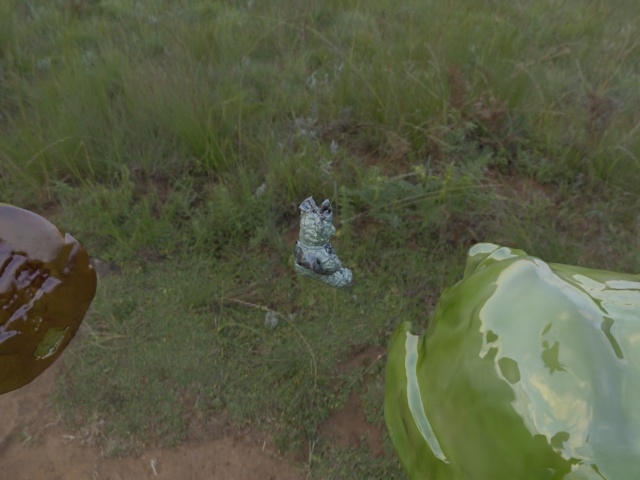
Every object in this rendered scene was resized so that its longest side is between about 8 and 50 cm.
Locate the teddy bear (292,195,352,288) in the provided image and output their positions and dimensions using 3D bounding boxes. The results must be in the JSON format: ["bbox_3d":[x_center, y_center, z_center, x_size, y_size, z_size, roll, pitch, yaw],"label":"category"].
[{"bbox_3d":[-0.015,0.015,1.004,0.111,0.213,0.133,-32,45,-15],"label":"teddy bear"}]

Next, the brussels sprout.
[{"bbox_3d":[0.246,0.210,0.480,0.342,0.425,0.361,27,42,-8],"label":"brussels sprout"}]

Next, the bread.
[{"bbox_3d":[-0.457,0.075,0.655,0.269,0.270,0.148,-31,34,-32],"label":"bread"}]
